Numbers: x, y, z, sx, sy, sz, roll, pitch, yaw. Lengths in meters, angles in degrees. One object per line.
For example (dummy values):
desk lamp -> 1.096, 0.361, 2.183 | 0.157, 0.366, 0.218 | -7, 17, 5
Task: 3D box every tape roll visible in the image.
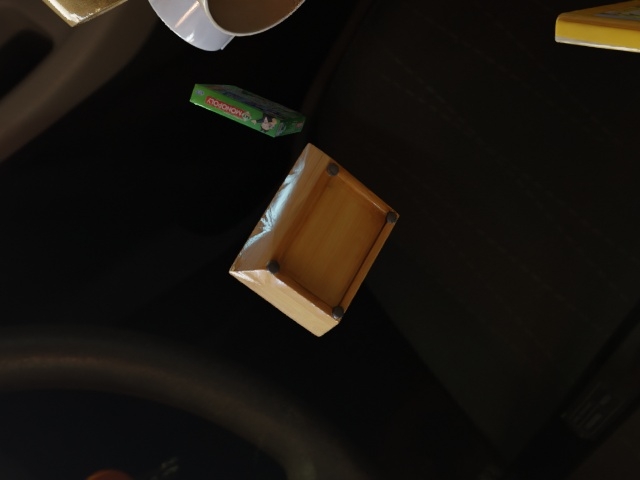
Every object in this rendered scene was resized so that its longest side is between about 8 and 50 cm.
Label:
tape roll -> -0.272, -0.600, 2.096 | 0.169, 0.246, 0.246 | -40, 70, 29

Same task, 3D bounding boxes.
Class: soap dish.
soap dish -> 0.000, 0.000, 1.624 | 0.118, 0.229, 0.291 | 4, 59, 60

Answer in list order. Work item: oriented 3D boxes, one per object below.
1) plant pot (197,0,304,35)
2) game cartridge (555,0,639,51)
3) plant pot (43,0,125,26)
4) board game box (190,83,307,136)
plant pot -> -0.164, -0.538, 1.514 | 0.274, 0.256, 0.256 | 49, 123, 24
game cartridge -> 0.594, -0.344, 1.421 | 0.323, 0.285, 0.053 | 18, 118, 42
plant pot -> -0.393, -0.471, 1.350 | 0.237, 0.237, 0.254 | -14, 111, 40
board game box -> -0.164, -0.317, 2.118 | 0.213, 0.317, 0.046 | 23, 103, 6
